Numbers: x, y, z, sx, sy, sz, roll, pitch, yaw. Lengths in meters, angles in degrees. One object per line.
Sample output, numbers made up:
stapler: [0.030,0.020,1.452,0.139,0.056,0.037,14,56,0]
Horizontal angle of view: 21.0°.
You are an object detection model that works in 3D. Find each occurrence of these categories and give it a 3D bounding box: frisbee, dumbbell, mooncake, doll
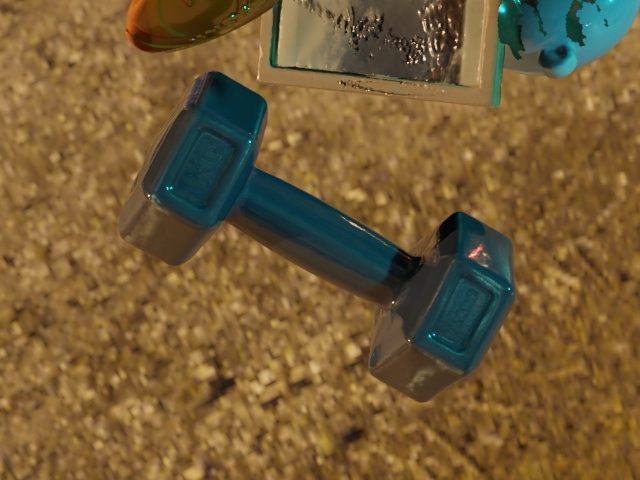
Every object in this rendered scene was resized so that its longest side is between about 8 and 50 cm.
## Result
frisbee: [-0.050,-0.185,1.212,0.192,0.192,0.035,-31,79,-10]
dumbbell: [0.000,0.000,1.405,0.316,0.156,0.143,29,58,-10]
mooncake: [0.283,-0.200,1.275,0.347,0.057,0.150,-1,62,-23]
doll: [0.220,-0.275,1.691,0.177,0.141,0.314,-16,49,18]

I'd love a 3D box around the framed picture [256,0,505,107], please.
framed picture: [0.062,-0.298,1.573,0.247,0.335,0.022,9,11,26]
